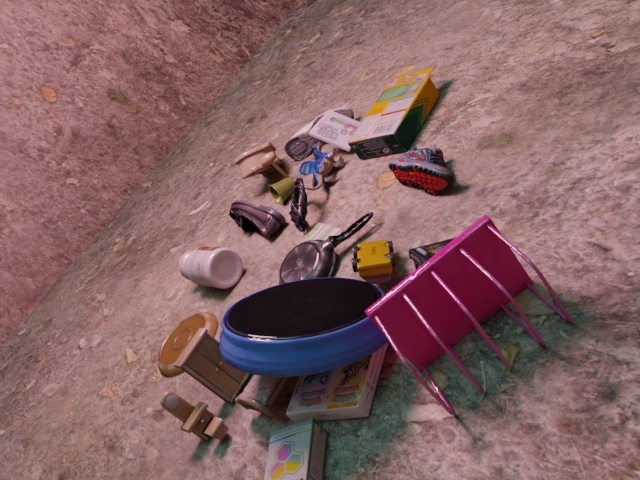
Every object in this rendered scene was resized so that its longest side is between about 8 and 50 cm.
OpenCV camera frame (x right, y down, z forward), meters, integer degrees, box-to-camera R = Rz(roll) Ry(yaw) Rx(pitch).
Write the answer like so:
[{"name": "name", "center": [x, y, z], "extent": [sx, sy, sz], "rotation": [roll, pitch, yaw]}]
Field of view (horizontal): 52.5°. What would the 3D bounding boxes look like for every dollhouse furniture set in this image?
[{"name": "dollhouse furniture set", "center": [-0.194, 0.312, 1.501], "extent": [0.356, 0.174, 0.303], "rotation": [-12, 40, 58]}]

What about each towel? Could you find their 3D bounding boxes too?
[{"name": "towel", "center": [0.000, 0.000, 1.914], "extent": [0.113, 0.023, 0.152], "rotation": [-46, 27, -12]}]

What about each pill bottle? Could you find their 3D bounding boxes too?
[{"name": "pill bottle", "center": [-0.366, 0.085, 2.123], "extent": [0.229, 0.131, 0.131], "rotation": [1, 50, 51]}]

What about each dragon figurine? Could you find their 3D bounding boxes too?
[{"name": "dragon figurine", "center": [-0.011, -0.231, 2.171], "extent": [0.144, 0.085, 0.289], "rotation": [-15, 38, 40]}]

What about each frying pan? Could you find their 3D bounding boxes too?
[{"name": "frying pan", "center": [0.006, 0.050, 1.781], "extent": [0.326, 0.053, 0.197], "rotation": [-28, 43, 27]}]

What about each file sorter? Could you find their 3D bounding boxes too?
[{"name": "file sorter", "center": [0.276, 0.145, 1.192], "extent": [0.291, 0.202, 0.182], "rotation": [-39, 32, 4]}]

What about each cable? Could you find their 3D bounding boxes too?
[{"name": "cable", "center": [-0.073, -0.124, 2.054], "extent": [0.047, 0.150, 0.184], "rotation": [-2, 30, -8]}]

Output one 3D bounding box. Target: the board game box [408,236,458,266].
[{"name": "board game box", "center": [0.275, 0.038, 1.355], "extent": [0.126, 0.026, 0.186], "rotation": [-14, 16, -10]}]

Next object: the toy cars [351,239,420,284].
[{"name": "toy cars", "center": [0.197, 0.073, 1.495], "extent": [0.177, 0.087, 0.394], "rotation": [-22, 19, -33]}]

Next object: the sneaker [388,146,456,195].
[{"name": "sneaker", "center": [0.289, -0.209, 1.758], "extent": [0.125, 0.104, 0.262], "rotation": [-44, 29, -8]}]

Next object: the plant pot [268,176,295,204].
[{"name": "plant pot", "center": [-0.126, -0.180, 2.260], "extent": [0.079, 0.083, 0.083], "rotation": [-38, 27, -17]}]

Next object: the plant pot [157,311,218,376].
[{"name": "plant pot", "center": [-0.413, 0.307, 1.980], "extent": [0.236, 0.032, 0.236], "rotation": [-29, 31, 20]}]

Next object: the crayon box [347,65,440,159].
[{"name": "crayon box", "center": [0.250, -0.411, 2.102], "extent": [0.203, 0.083, 0.323], "rotation": [-3, 48, 49]}]

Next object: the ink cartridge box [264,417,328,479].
[{"name": "ink cartridge box", "center": [-0.052, 0.467, 1.288], "extent": [0.109, 0.062, 0.209], "rotation": [-26, 33, 25]}]

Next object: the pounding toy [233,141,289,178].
[{"name": "pounding toy", "center": [-0.214, -0.262, 2.403], "extent": [0.154, 0.154, 0.269], "rotation": [-28, -1, 4]}]

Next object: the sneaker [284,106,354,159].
[{"name": "sneaker", "center": [-0.005, -0.416, 2.403], "extent": [0.297, 0.111, 0.129], "rotation": [-25, 27, 25]}]

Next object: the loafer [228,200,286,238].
[{"name": "loafer", "center": [-0.239, -0.069, 2.212], "extent": [0.303, 0.109, 0.095], "rotation": [10, 61, 52]}]

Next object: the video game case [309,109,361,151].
[{"name": "video game case", "center": [0.063, -0.380, 2.239], "extent": [0.157, 0.019, 0.143], "rotation": [26, 54, 15]}]

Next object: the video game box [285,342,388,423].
[{"name": "video game box", "center": [0.036, 0.303, 1.423], "extent": [0.205, 0.048, 0.187], "rotation": [-18, 38, 37]}]

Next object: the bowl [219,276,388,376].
[{"name": "bowl", "center": [-0.035, 0.177, 1.445], "extent": [0.391, 0.077, 0.391], "rotation": [-8, 15, 2]}]
